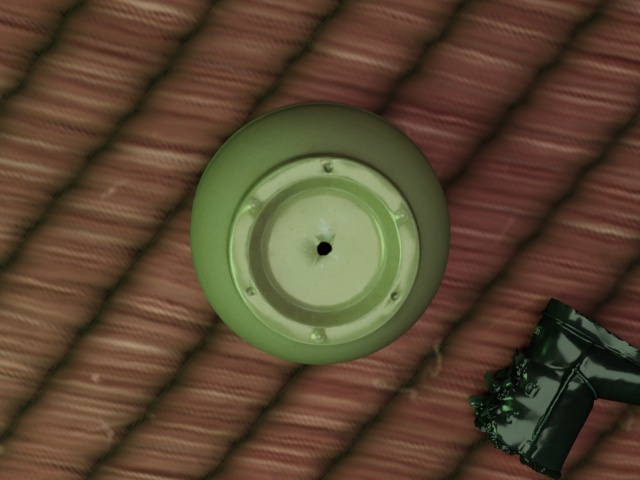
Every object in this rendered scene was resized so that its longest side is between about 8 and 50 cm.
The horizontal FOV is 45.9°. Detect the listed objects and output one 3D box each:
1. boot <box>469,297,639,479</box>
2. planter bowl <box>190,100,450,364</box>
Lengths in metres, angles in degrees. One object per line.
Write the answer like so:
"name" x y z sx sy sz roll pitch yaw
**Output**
"boot" 0.165 0.104 0.476 0.121 0.045 0.099 31 93 2
"planter bowl" 0.000 0.000 0.427 0.162 0.109 0.162 0 97 -1
